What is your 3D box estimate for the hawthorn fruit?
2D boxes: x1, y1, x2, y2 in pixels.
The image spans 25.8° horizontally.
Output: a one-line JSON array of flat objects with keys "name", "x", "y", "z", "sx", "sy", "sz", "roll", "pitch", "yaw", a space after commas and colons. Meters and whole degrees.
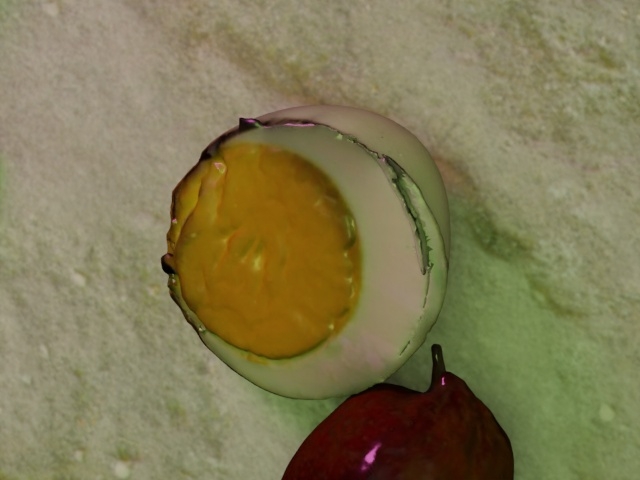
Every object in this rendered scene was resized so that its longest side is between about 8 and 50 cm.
[{"name": "hawthorn fruit", "x": 0.073, "y": 0.215, "z": 1.261, "sx": 0.208, "sy": 0.208, "sz": 0.248, "roll": 20, "pitch": 101, "yaw": 7}]

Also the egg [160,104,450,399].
[{"name": "egg", "x": 0.004, "y": 0.003, "z": 1.300, "sx": 0.264, "sy": 0.174, "sz": 0.286, "roll": 47, "pitch": 119, "yaw": 6}]
